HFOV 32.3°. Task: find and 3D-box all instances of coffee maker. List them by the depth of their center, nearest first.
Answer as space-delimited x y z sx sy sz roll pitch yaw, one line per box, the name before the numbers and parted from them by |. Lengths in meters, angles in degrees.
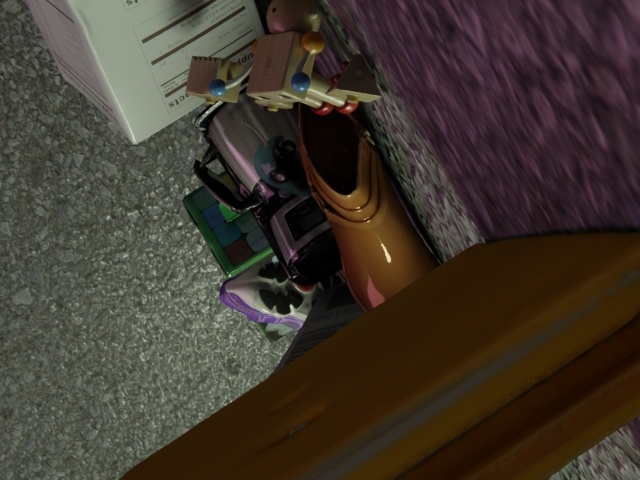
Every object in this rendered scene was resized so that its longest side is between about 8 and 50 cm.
coffee maker | -0.016 -0.057 1.059 0.171 0.120 0.178 -8 -117 -57

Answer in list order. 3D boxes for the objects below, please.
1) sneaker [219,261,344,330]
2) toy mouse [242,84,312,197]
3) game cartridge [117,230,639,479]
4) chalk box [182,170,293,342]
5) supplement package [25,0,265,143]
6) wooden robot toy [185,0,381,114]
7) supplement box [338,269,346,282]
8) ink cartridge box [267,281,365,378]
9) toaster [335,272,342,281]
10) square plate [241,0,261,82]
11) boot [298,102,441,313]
sneaker | -0.032 0.060 1.112 0.170 0.071 0.068 25 -117 -45
toy mouse | -0.033 -0.092 0.917 0.143 0.031 0.160 -10 -94 -58
game cartridge | -0.001 0.092 0.503 0.052 0.285 0.324 57 177 0
chalk box | -0.080 -0.013 1.688 0.179 0.180 0.289 56 175 36
supplement package | -0.152 -0.219 0.808 0.139 0.134 0.244 41 159 41
wooden robot toy | -0.017 -0.128 0.737 0.076 0.079 0.173 9 179 -39
supplement box | 0.062 0.051 1.182 0.083 0.056 0.083 60 176 -19
ink cartridge box | 0.065 0.247 0.966 0.308 0.091 0.384 -55 -48 -78
toaster | 0.050 0.120 1.529 0.168 0.110 0.185 58 176 11
square plate | -0.146 -0.306 1.094 0.344 0.049 0.347 59 177 0
boot | 0.036 -0.013 0.824 0.197 0.073 0.152 58 178 16
